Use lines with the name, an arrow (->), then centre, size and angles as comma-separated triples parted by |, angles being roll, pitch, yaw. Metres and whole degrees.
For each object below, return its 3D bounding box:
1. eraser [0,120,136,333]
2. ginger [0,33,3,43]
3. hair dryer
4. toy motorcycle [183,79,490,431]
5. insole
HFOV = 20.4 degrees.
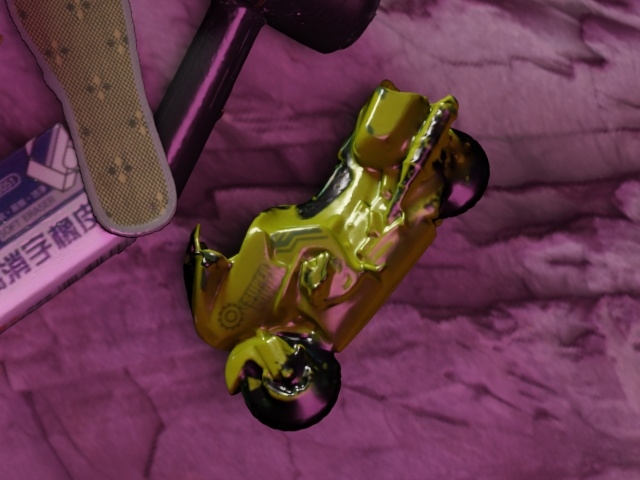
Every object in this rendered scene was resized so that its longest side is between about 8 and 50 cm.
eraser -> -0.281, 0.005, 1.577 | 0.210, 0.068, 0.124 | -35, 86, -12
ginger -> -0.394, -0.150, 1.542 | 0.214, 0.059, 0.133 | 14, 99, -19
hair dryer -> -0.093, -0.138, 1.643 | 0.189, 0.107, 0.352 | 24, 95, -23
toy motorcycle -> 0.000, 0.001, 1.650 | 0.206, 0.142, 0.342 | 35, 77, 10
insole -> -0.205, -0.155, 1.581 | 0.109, 0.007, 0.322 | -16, 81, -18
